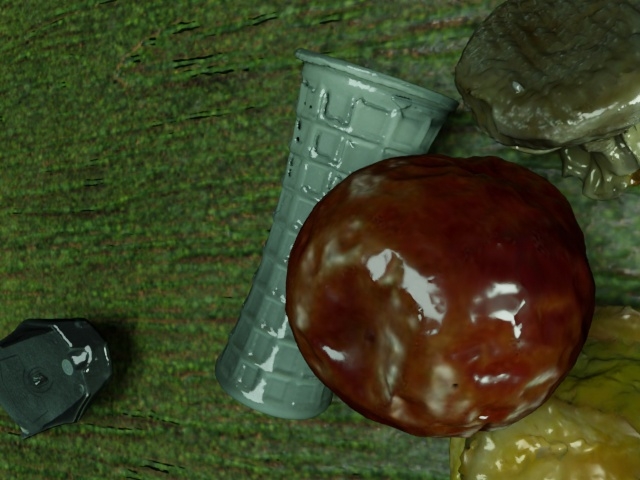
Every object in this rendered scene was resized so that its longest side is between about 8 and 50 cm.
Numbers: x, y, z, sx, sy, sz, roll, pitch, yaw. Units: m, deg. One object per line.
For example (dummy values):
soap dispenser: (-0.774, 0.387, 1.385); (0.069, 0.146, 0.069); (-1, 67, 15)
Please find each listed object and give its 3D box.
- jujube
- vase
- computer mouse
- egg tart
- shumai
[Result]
jujube: (0.093, 0.020, 0.473); (0.190, 0.255, 0.190); (16, 122, 27)
vase: (0.000, 0.000, 0.602); (0.143, 0.143, 0.299); (25, 103, 26)
computer mouse: (-0.310, 0.152, 0.804); (0.231, 0.071, 0.126); (-29, 90, 35)
egg tart: (0.192, 0.184, 0.487); (0.288, 0.118, 0.288); (2, 93, 43)
shumai: (0.197, -0.102, 0.497); (0.161, 0.209, 0.153); (-30, 119, 20)
